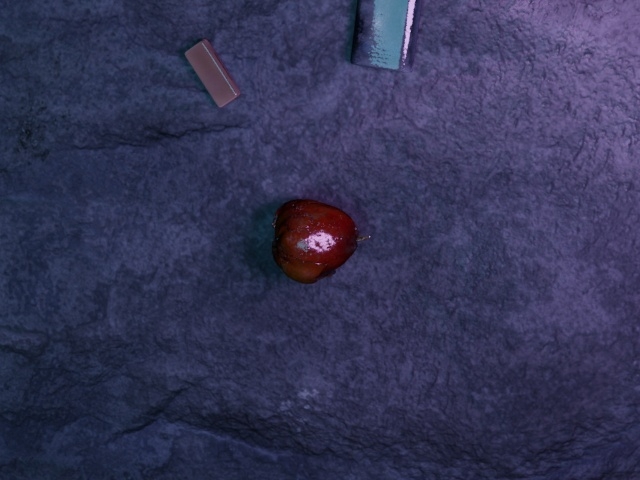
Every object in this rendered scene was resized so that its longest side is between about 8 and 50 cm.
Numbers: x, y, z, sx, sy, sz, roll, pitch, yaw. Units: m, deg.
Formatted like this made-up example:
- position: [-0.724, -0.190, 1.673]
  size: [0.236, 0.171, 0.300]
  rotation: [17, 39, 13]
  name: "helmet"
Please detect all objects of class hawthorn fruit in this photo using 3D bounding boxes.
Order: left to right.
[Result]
- position: [0.000, 0.000, 1.641]
  size: [0.172, 0.148, 0.148]
  rotation: [-4, 107, -5]
  name: "hawthorn fruit"

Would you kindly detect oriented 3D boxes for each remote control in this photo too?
- position: [0.121, -0.463, 1.509]
  size: [0.107, 0.044, 0.378]
  rotation: [9, 110, 6]
  name: "remote control"

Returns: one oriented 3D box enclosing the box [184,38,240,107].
- position: [-0.187, -0.290, 1.646]
  size: [0.048, 0.025, 0.115]
  rotation: [-30, 99, 25]
  name: "box"
